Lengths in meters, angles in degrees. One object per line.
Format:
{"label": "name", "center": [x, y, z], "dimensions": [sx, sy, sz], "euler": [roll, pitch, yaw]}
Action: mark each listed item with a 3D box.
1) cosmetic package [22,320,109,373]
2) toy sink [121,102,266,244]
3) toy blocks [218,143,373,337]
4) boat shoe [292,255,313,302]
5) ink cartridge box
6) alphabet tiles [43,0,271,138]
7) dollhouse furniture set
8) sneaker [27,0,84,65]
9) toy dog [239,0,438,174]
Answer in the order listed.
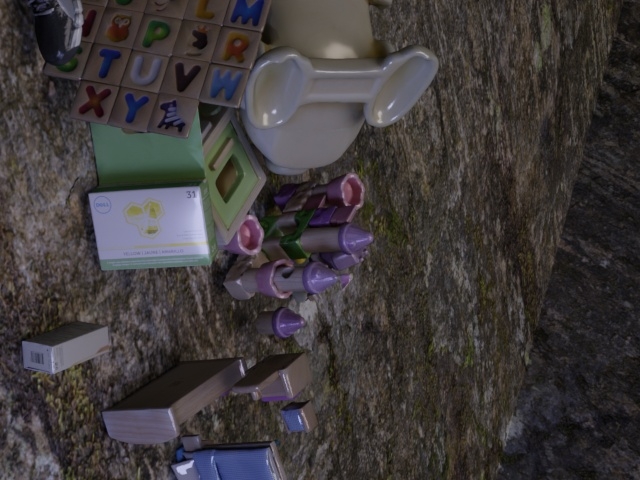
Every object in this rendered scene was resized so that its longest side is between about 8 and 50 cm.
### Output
{"label": "cosmetic package", "center": [-0.357, 0.149, 1.635], "dimensions": [0.115, 0.060, 0.041], "euler": [-19, 111, -56]}
{"label": "toy sink", "center": [-0.199, -0.128, 1.790], "dimensions": [0.152, 0.131, 0.234], "euler": [-61, 141, -35]}
{"label": "toy blocks", "center": [0.000, 0.000, 1.972], "dimensions": [0.309, 0.260, 0.288], "euler": [57, 46, -32]}
{"label": "boat shoe", "center": [-0.029, 0.048, 2.185], "dimensions": [0.043, 0.049, 0.136], "euler": [-1, 90, -61]}
{"label": "ink cartridge box", "center": [-0.247, -0.078, 1.675], "dimensions": [0.056, 0.171, 0.235], "euler": [-66, 152, -68]}
{"label": "alphabet tiles", "center": [-0.215, -0.307, 1.599], "dimensions": [0.011, 0.285, 0.342], "euler": [67, 36, -69]}
{"label": "dollhouse furniture set", "center": [-0.145, 0.356, 1.796], "dimensions": [0.198, 0.287, 0.303], "euler": [-32, 110, -53]}
{"label": "sneaker", "center": [-0.383, -0.345, 1.512], "dimensions": [0.132, 0.086, 0.228], "euler": [2, 82, -55]}
{"label": "toy dog", "center": [-0.026, -0.341, 1.814], "dimensions": [0.395, 0.285, 0.407], "euler": [104, -26, -58]}
